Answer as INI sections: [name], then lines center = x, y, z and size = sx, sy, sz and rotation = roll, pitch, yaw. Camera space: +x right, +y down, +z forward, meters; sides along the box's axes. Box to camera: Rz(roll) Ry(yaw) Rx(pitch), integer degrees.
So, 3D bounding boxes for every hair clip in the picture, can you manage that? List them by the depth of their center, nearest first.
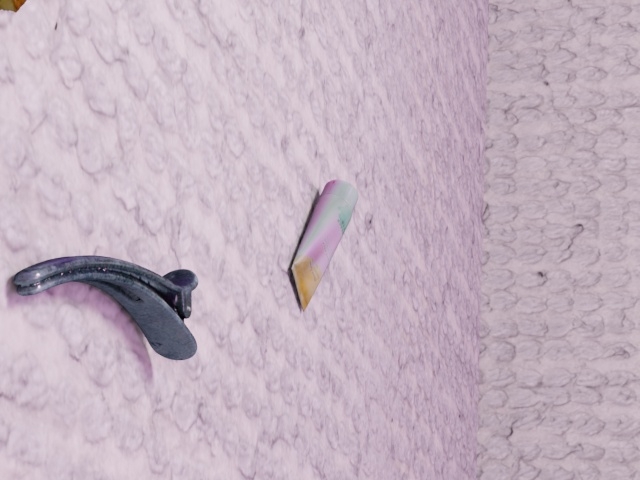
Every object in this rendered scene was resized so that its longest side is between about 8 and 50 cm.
[hair clip]
center = -0.173, 0.040, 1.144
size = 0.275, 0.048, 0.083
rotation = 29, 62, -66

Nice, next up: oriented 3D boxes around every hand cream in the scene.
[hand cream]
center = 0.000, 0.000, 1.740
size = 0.076, 0.047, 0.174
rotation = 75, 29, -42

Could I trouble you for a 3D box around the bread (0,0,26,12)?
[bread]
center = -0.222, -0.222, 0.993
size = 0.094, 0.035, 0.090
rotation = -72, 154, -49
